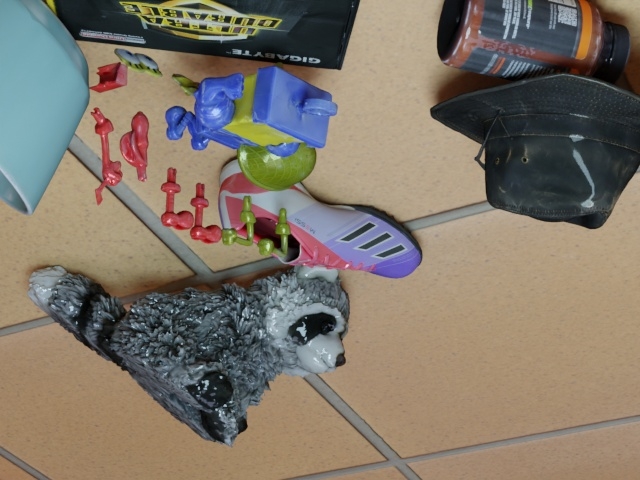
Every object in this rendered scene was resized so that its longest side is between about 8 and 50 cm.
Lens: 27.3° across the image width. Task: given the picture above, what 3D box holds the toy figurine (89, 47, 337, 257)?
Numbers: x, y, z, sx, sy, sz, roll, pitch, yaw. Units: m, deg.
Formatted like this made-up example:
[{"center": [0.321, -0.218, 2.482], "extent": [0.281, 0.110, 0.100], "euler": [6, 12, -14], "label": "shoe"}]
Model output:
[{"center": [-0.057, -0.105, 1.473], "extent": [0.217, 0.191, 0.362], "euler": [-9, 160, 36], "label": "toy figurine"}]

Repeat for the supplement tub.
[{"center": [0.234, -0.221, 1.436], "extent": [0.198, 0.106, 0.106], "euler": [12, 144, -13], "label": "supplement tub"}]

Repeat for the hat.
[{"center": [0.276, -0.082, 1.510], "extent": [0.331, 0.134, 0.331], "euler": [9, 170, 2], "label": "hat"}]

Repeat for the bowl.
[{"center": [-0.368, -0.190, 1.418], "extent": [0.311, 0.163, 0.311], "euler": [41, 166, 13], "label": "bowl"}]

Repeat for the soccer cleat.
[{"center": [0.000, 0.000, 1.755], "extent": [0.318, 0.116, 0.108], "euler": [26, 139, -28], "label": "soccer cleat"}]

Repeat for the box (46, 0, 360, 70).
[{"center": [-0.120, -0.269, 1.354], "extent": [0.322, 0.079, 0.257], "euler": [6, 164, -4], "label": "box"}]

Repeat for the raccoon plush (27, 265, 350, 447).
[{"center": [-0.167, 0.076, 1.890], "extent": [0.446, 0.299, 0.216], "euler": [37, 160, 7], "label": "raccoon plush"}]
